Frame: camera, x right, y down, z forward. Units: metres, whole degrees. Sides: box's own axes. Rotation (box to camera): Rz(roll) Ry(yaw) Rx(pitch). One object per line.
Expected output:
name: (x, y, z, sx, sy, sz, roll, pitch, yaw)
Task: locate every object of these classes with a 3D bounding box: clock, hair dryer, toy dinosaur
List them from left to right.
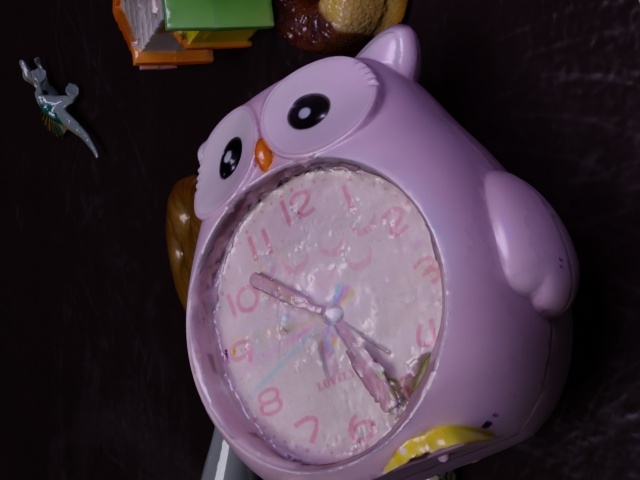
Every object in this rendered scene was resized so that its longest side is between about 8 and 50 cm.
toy dinosaur: (-0.354, -0.173, 1.595, 0.187, 0.044, 0.106, 56, 148, 2)
clock: (-0.147, -0.290, 1.257, 0.255, 0.106, 0.220, 156, 107, -69)
hair dryer: (-0.038, 0.274, 1.387, 0.237, 0.075, 0.206, 19, 108, 33)
clock: (0.046, 0.031, 1.067, 0.368, 0.250, 0.376, -28, 68, 29)

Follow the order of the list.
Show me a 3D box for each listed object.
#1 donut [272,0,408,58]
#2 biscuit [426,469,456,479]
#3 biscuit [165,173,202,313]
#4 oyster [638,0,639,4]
donut: (0.001, -0.264, 1.178, 0.166, 0.073, 0.184, -35, 74, 48)
biscuit: (0.078, 0.200, 1.241, 0.150, 0.052, 0.252, 13, 108, 39)
biscuit: (-0.108, 0.030, 1.344, 0.220, 0.066, 0.220, 36, 134, 51)
oyster: (0.322, -0.158, 0.884, 0.128, 0.078, 0.345, -45, 65, 20)
